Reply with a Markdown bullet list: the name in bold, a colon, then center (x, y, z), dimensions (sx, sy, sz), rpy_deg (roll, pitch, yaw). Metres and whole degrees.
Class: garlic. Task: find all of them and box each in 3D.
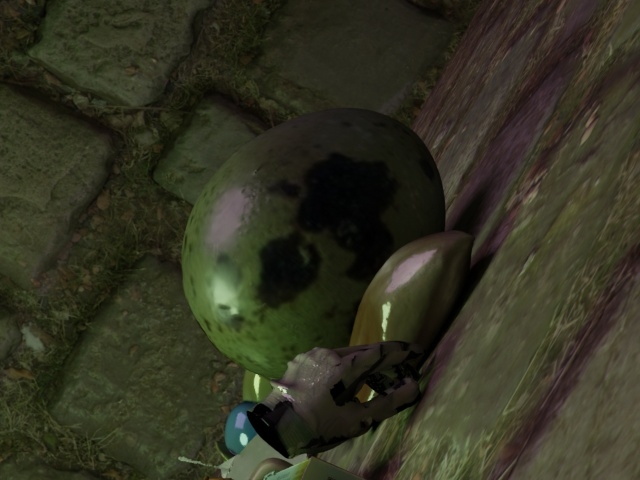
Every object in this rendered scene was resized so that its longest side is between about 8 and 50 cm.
- **garlic**: center (0.099, 0.105, 1.727), dimensions (0.143, 0.112, 0.318), rpy_deg (-72, 2, -65)

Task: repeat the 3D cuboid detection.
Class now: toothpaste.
- **toothpaste**: center (-0.017, 0.308, 1.626), dimensions (0.313, 0.089, 0.071), rpy_deg (131, 162, -72)

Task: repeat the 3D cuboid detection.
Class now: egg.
- **egg**: center (0.000, 0.000, 1.964), dimensions (0.428, 0.345, 0.345), rpy_deg (-44, -5, -28)

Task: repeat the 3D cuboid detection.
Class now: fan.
- **fan**: center (-0.132, 0.367, 2.200), dimensions (0.310, 0.010, 0.182), rpy_deg (5, 66, 50)

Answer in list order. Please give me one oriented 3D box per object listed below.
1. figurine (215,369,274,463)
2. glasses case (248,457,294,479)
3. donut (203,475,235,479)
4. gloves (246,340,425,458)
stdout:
- **figurine**: center (-0.084, 0.292, 2.293), dimensions (0.180, 0.154, 0.262), rpy_deg (39, 114, 59)
- **glasses case**: center (-0.093, 0.406, 1.997), dimensions (0.196, 0.083, 0.050), rpy_deg (-58, 2, 2)
- **donut**: center (-0.157, 0.440, 1.869), dimensions (0.270, 0.103, 0.269), rpy_deg (-40, 31, 31)
- **gloves**: center (0.027, 0.165, 1.595), dimensions (0.212, 0.111, 0.127), rpy_deg (-37, 8, -19)
